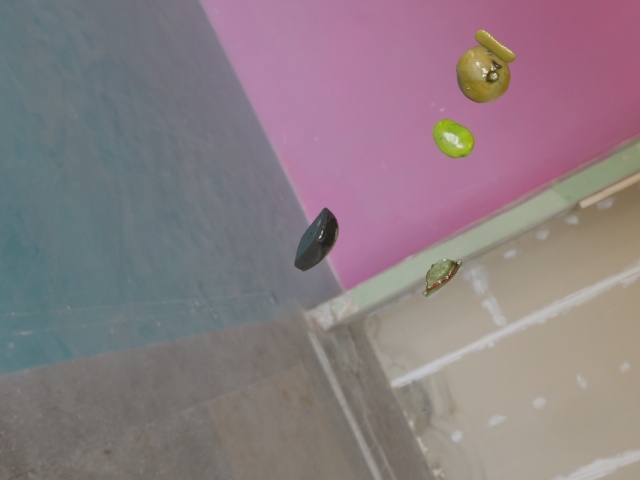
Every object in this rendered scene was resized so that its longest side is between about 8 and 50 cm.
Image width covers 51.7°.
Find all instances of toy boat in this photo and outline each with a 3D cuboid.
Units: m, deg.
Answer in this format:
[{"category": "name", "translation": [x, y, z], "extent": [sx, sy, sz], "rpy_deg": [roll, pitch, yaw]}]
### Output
[{"category": "toy boat", "translation": [0.415, 0.116, 2.269], "extent": [0.089, 0.185, 0.071], "rpy_deg": [39, -15, 40]}]

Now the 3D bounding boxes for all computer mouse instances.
[{"category": "computer mouse", "translation": [0.000, 0.000, 2.423], "extent": [0.100, 0.269, 0.170], "rpy_deg": [26, 55, -11]}]

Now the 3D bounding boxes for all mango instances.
[{"category": "mango", "translation": [0.461, -0.352, 2.310], "extent": [0.163, 0.117, 0.089], "rpy_deg": [34, -4, 25]}]

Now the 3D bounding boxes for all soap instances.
[{"category": "soap", "translation": [0.327, -0.363, 1.240], "extent": [0.089, 0.012, 0.034], "rpy_deg": [37, -23, -1]}]

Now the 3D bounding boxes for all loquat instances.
[{"category": "loquat", "translation": [0.485, -0.492, 1.957], "extent": [0.204, 0.149, 0.172], "rpy_deg": [-117, -178, -75]}]
